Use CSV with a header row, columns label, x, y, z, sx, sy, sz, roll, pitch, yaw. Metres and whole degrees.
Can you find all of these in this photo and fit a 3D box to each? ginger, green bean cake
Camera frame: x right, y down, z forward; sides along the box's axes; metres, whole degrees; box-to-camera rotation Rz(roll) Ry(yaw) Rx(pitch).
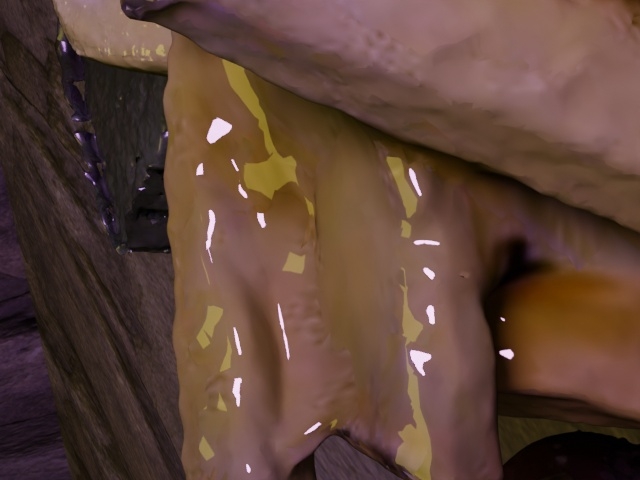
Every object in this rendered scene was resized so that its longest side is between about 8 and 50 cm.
label,x,y,z,sx,sy,sz,roll,pitch,yaw
ginger,0.065,-0.045,0.479,0.358,0.211,0.413,37,135,23
green bean cake,-0.088,-0.146,1.047,0.255,0.132,0.241,117,146,-42

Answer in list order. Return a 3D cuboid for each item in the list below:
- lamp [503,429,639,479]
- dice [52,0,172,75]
label,x,y,z,sx,sy,sz,roll,pitch,yaw
lamp,0.148,0.154,0.703,0.157,0.156,0.135,39,113,4
dice,-0.028,-0.161,0.774,0.169,0.169,0.166,13,97,42
